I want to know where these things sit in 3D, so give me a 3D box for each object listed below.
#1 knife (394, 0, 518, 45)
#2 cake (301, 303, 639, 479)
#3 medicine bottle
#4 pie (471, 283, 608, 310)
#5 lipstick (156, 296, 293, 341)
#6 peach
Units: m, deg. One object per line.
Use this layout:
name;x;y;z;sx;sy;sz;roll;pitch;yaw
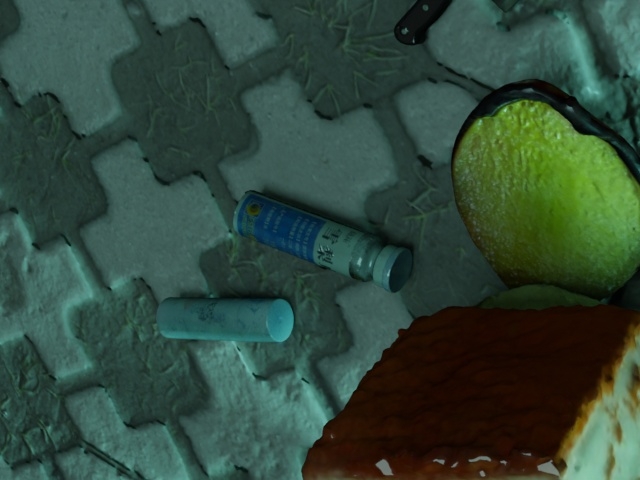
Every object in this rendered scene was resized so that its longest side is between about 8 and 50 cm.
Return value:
knife;0.156;-0.242;1.444;0.072;0.019;0.245;49;128;6
cake;0.181;0.233;1.388;0.269;0.270;0.319;-5;120;34
medicine bottle;0.000;0.000;1.645;0.191;0.051;0.051;22;122;28
pie;0.227;0.161;1.534;0.274;0.055;0.274;17;128;22
lipstick;-0.105;0.085;1.760;0.158;0.048;0.048;-1;110;37
peach;0.214;-0.039;1.461;0.189;0.068;0.279;22;141;21
